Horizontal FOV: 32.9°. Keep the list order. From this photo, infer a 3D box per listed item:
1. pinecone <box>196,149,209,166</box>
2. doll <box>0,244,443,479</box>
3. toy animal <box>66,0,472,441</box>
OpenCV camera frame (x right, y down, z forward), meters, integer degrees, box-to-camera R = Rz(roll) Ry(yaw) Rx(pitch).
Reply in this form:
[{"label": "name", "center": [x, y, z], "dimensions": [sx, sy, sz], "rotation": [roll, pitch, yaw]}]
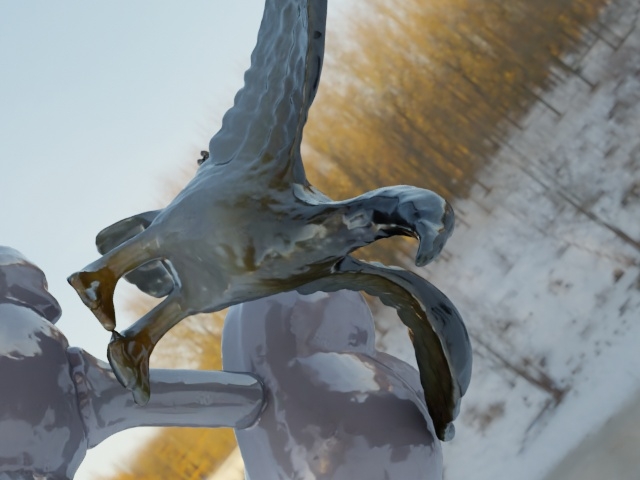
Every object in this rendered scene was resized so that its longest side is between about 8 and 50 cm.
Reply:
[{"label": "pinecone", "center": [-0.073, -0.071, 1.072], "dimensions": [0.102, 0.102, 0.109], "rotation": [120, 171, -66]}, {"label": "doll", "center": [-0.075, 0.075, 0.497], "dimensions": [0.365, 0.160, 0.094], "rotation": [7, -41, -35]}, {"label": "toy animal", "center": [-0.013, 0.008, 0.424], "dimensions": [0.160, 0.272, 0.197], "rotation": [-25, 18, 2]}]
